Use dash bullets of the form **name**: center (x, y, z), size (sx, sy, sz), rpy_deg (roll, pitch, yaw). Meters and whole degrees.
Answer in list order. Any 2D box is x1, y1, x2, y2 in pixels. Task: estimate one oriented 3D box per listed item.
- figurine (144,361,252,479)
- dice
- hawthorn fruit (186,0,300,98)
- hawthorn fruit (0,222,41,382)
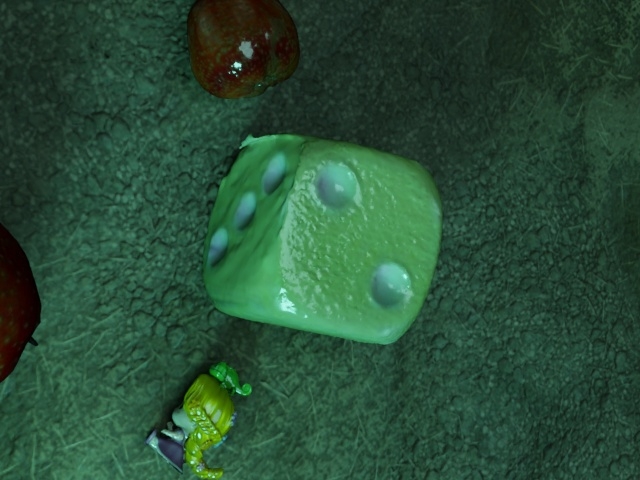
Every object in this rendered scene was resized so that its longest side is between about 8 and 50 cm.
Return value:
- **figurine**: center (-0.150, 0.250, 1.662), size (0.115, 0.095, 0.156), rpy_deg (40, 77, -10)
- **dice**: center (0.000, 0.000, 1.650), size (0.254, 0.252, 0.250), rpy_deg (13, 84, -27)
- **hawthorn fruit**: center (-0.120, -0.296, 1.658), size (0.162, 0.162, 0.204), rpy_deg (-23, 83, -25)
- **hawthorn fruit**: center (-0.449, 0.085, 1.445), size (0.300, 0.254, 0.254), rpy_deg (40, 71, -51)
